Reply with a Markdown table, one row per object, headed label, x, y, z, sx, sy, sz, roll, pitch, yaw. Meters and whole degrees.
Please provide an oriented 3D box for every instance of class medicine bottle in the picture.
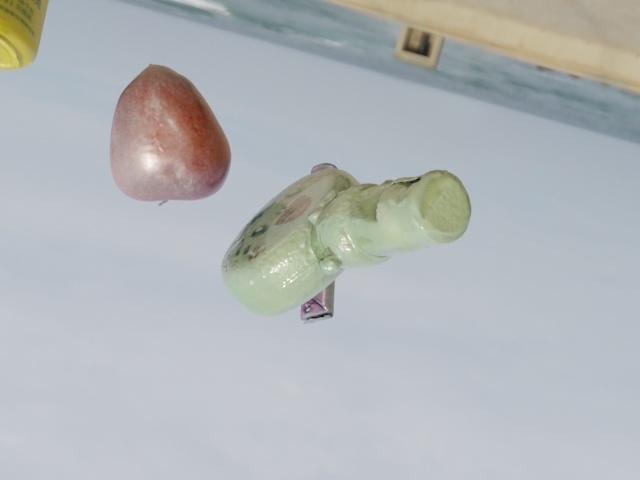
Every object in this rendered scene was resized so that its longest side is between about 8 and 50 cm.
| label | x | y | z | sx | sy | sz | roll | pitch | yaw |
| --- | --- | --- | --- | --- | --- | --- | --- | --- | --- |
| medicine bottle | -0.351 | -0.330 | 1.090 | 0.076 | 0.309 | 0.111 | -23 | 141 | 33 |

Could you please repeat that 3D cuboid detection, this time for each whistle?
| label | x | y | z | sx | sy | sz | roll | pitch | yaw |
| --- | --- | --- | --- | --- | --- | --- | --- | --- | --- |
| whistle | 0.010 | -0.003 | 0.667 | 0.067 | 0.126 | 0.258 | 47 | 153 | -16 |
| whistle | 0.000 | 0.000 | 0.923 | 0.033 | 0.033 | 0.176 | 13 | -125 | -14 |

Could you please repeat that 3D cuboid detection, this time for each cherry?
| label | x | y | z | sx | sy | sz | roll | pitch | yaw |
| --- | --- | --- | --- | --- | --- | --- | --- | --- | --- |
| cherry | -0.138 | -0.083 | 0.845 | 0.106 | 0.126 | 0.087 | -25 | -155 | 6 |
